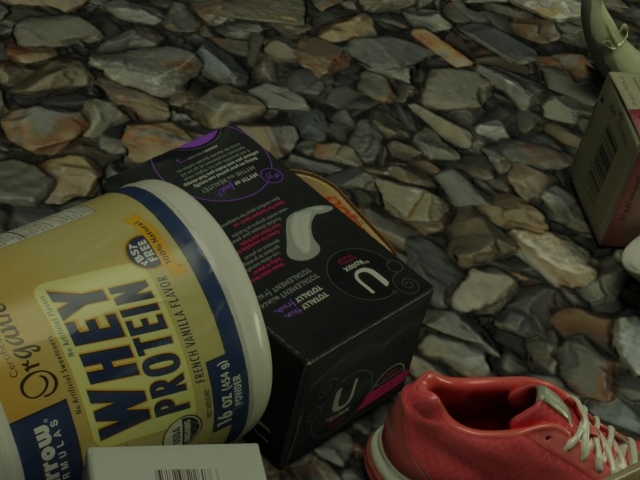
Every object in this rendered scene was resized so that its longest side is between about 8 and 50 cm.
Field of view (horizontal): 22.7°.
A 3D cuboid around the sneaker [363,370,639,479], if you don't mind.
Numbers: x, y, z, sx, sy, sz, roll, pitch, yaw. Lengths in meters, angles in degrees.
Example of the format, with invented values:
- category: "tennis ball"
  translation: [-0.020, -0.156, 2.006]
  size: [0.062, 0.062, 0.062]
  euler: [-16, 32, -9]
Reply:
- category: "sneaker"
  translation: [0.201, 0.185, 1.358]
  size: [0.314, 0.136, 0.116]
  euler: [10, 41, -6]

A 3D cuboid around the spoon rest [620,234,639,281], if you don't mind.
- category: "spoon rest"
  translation: [0.435, -0.021, 1.619]
  size: [0.276, 0.084, 0.137]
  euler: [-20, 18, -8]

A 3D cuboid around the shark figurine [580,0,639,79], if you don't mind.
- category: "shark figurine"
  translation: [0.346, -0.241, 1.898]
  size: [0.166, 0.278, 0.116]
  euler: [-35, 14, -10]

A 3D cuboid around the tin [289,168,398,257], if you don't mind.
- category: "tin"
  translation: [0.000, 0.000, 1.588]
  size: [0.106, 0.040, 0.189]
  euler: [-20, 51, -29]

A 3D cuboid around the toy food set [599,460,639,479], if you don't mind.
- category: "toy food set"
  translation: [0.286, 0.294, 1.214]
  size: [0.220, 0.092, 0.306]
  euler: [-23, 39, -12]

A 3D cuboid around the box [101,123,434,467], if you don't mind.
- category: "box"
  translation: [-0.059, 0.044, 1.434]
  size: [0.165, 0.143, 0.270]
  euler: [-28, 56, -37]

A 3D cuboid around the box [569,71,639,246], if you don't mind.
- category: "box"
  translation: [0.408, -0.081, 1.717]
  size: [0.232, 0.148, 0.127]
  euler: [2, 42, -14]

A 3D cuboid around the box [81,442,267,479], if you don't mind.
- category: "box"
  translation: [-0.113, 0.239, 1.174]
  size: [0.130, 0.170, 0.091]
  euler: [0, 41, -17]

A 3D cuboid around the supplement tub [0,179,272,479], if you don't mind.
- category: "supplement tub"
  translation: [-0.221, 0.104, 1.240]
  size: [0.316, 0.228, 0.228]
  euler: [-23, 53, -28]
